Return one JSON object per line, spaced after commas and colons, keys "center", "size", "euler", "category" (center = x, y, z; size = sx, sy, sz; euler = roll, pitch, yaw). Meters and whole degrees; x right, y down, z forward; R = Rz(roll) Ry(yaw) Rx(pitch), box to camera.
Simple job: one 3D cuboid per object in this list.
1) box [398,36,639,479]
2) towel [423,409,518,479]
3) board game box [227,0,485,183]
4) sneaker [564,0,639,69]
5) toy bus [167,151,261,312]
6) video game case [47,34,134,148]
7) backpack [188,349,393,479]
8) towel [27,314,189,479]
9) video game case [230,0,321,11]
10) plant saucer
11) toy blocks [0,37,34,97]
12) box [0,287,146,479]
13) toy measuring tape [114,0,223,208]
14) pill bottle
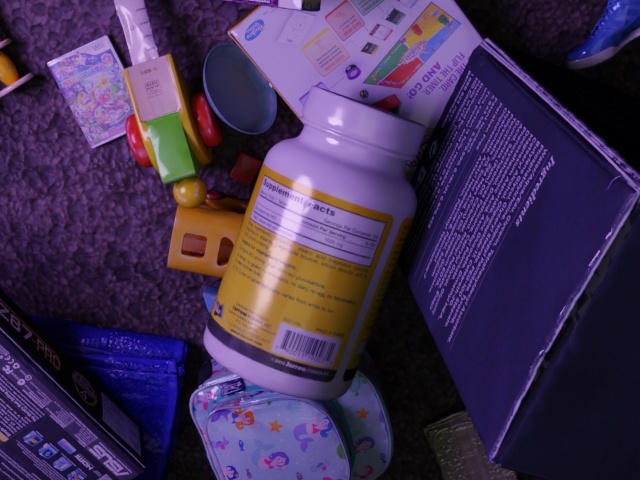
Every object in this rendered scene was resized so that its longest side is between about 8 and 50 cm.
{"center": [0.377, 0.046, 1.124], "size": [0.479, 0.472, 0.297], "euler": [18, 109, -16], "category": "box"}
{"center": [0.217, 0.306, 1.487], "size": [0.110, 0.027, 0.148], "euler": [-20, 106, 6], "category": "towel"}
{"center": [0.078, -0.211, 1.293], "size": [0.242, 0.064, 0.316], "euler": [-36, 105, 12], "category": "board game box"}
{"center": [0.352, -0.276, 1.270], "size": [0.152, 0.058, 0.085], "euler": [-30, 109, 9], "category": "sneaker"}
{"center": [-0.099, 0.005, 1.347], "size": [0.202, 0.104, 0.191], "euler": [-33, 106, 11], "category": "toy bus"}
{"center": [-0.280, -0.188, 1.333], "size": [0.087, 0.011, 0.122], "euler": [-23, 107, 8], "category": "video game case"}
{"center": [-0.031, 0.246, 1.393], "size": [0.253, 0.191, 0.225], "euler": [-17, 107, 1], "category": "backpack"}
{"center": [-0.346, 0.221, 1.439], "size": [0.308, 0.076, 0.228], "euler": [10, 108, -3], "category": "towel"}
{"center": [-0.091, -0.375, 1.181], "size": [0.232, 0.042, 0.210], "euler": [16, 107, 33], "category": "video game case"}
{"center": [-0.103, -0.183, 1.289], "size": [0.021, 0.119, 0.119], "euler": [-21, 110, 40], "category": "plant saucer"}
{"center": [-0.446, -0.235, 1.296], "size": [0.123, 0.054, 0.148], "euler": [-29, 106, 9], "category": "toy blocks"}
{"center": [-0.459, 0.227, 1.305], "size": [0.318, 0.097, 0.395], "euler": [-34, 121, 6], "category": "box"}
{"center": [-0.197, -0.197, 1.301], "size": [0.121, 0.121, 0.330], "euler": [-17, 85, 6], "category": "toy measuring tape"}
{"center": [0.000, 0.000, 1.223], "size": [0.188, 0.188, 0.334], "euler": [20, 98, -6], "category": "pill bottle"}
